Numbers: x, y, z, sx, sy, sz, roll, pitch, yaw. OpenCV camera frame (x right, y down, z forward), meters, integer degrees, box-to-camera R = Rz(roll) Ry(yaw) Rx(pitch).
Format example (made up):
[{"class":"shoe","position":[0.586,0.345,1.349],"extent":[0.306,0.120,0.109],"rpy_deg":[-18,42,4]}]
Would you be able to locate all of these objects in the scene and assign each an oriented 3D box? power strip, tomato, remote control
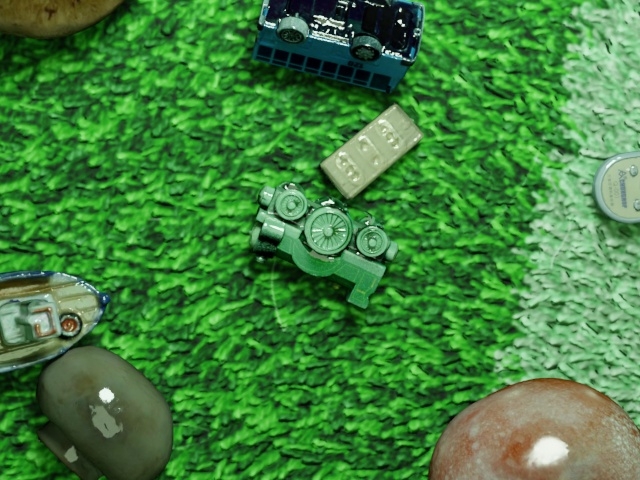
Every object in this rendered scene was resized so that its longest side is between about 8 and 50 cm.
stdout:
[{"class":"power strip","position":[0.061,-0.106,1.834],"extent":[0.123,0.032,0.056],"rpy_deg":[-40,97,-1]},{"class":"tomato","position":[0.259,0.297,1.780],"extent":[0.270,0.227,0.270],"rpy_deg":[0,96,-1]},{"class":"remote control","position":[0.445,-0.073,1.856],"extent":[0.244,0.047,0.087],"rpy_deg":[-7,91,-3]}]

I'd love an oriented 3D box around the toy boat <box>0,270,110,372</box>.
[{"class":"toy boat","position":[-0.371,0.097,1.778],"extent":[0.262,0.115,0.114],"rpy_deg":[-12,95,-3]}]

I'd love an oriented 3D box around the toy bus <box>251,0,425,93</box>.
[{"class":"toy bus","position":[0.019,-0.239,1.784],"extent":[0.184,0.106,0.090],"rpy_deg":[14,62,-5]}]

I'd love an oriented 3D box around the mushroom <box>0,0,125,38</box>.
[{"class":"mushroom","position":[-0.313,-0.359,1.735],"extent":[0.278,0.146,0.278],"rpy_deg":[0,87,-4]}]

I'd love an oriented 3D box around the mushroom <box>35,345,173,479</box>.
[{"class":"mushroom","position":[-0.252,0.207,1.804],"extent":[0.188,0.117,0.141],"rpy_deg":[44,79,-1]}]

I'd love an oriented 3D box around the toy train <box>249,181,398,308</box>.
[{"class":"toy train","position":[0.000,0.000,1.822],"extent":[0.178,0.071,0.105],"rpy_deg":[24,103,-6]}]
